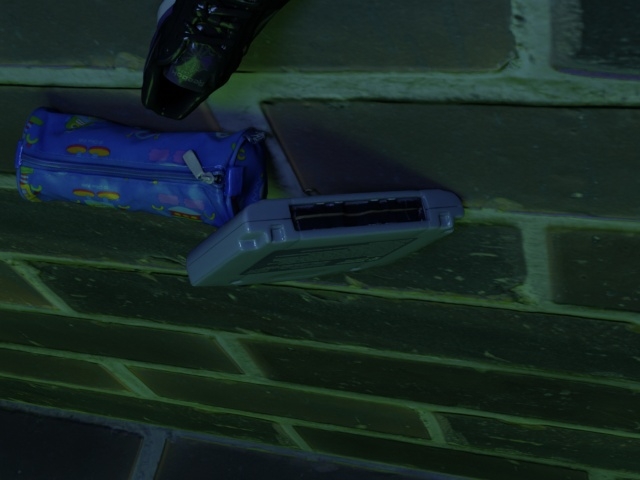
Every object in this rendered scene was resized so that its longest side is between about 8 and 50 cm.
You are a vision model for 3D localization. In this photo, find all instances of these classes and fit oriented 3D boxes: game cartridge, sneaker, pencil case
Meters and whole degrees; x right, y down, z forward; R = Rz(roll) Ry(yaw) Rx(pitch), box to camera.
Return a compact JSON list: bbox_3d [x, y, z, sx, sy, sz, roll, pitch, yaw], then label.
[{"bbox_3d":[0.000,0.000,1.088,0.294,0.060,0.196,-5,161,-33],"label":"game cartridge"},{"bbox_3d":[-0.083,-0.194,0.809,0.107,0.124,0.283,23,152,-16],"label":"sneaker"},{"bbox_3d":[-0.212,-0.086,1.089,0.306,0.119,0.133,8,-178,14],"label":"pencil case"}]
